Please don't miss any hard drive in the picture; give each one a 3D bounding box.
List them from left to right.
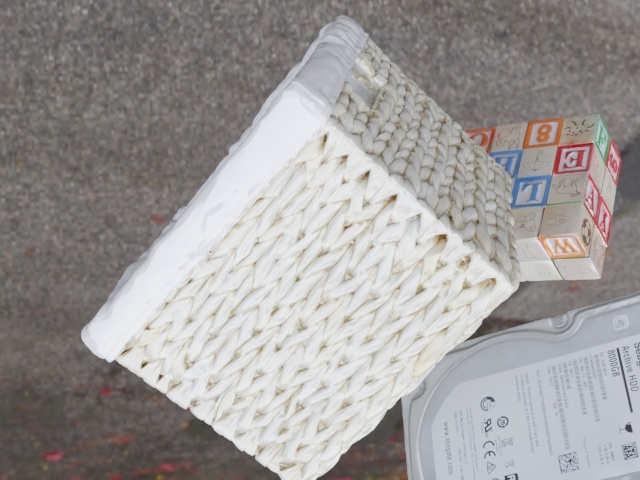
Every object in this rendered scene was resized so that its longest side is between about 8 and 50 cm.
[{"bbox_3d":[0.244,0.183,1.005,0.339,0.237,0.064,-18,140,21],"label":"hard drive"}]

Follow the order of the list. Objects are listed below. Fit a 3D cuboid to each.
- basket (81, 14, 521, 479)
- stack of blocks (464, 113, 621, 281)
[{"bbox_3d":[0.000,0.000,1.027,0.266,0.328,0.331,38,113,-7],"label":"basket"},{"bbox_3d":[0.189,-0.042,1.233,0.297,0.171,0.087,-3,143,34],"label":"stack of blocks"}]
